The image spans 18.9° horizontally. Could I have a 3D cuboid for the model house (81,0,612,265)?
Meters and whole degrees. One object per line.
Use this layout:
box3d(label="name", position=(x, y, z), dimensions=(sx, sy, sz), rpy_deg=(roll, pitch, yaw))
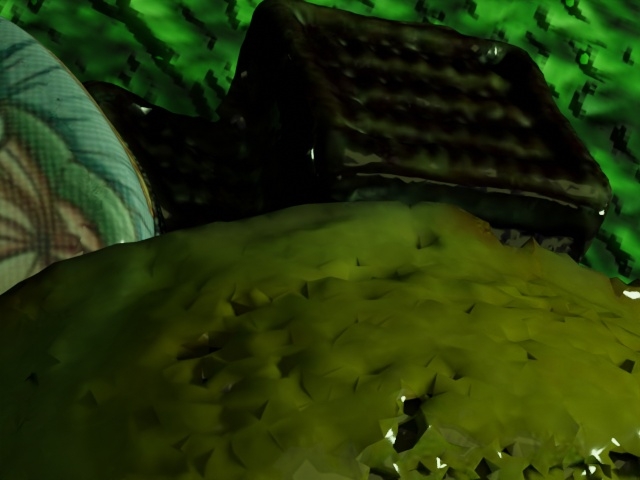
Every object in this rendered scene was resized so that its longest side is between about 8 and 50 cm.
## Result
box3d(label="model house", position=(-0.007, -0.001, 0.514), dimensions=(0.165, 0.106, 0.152), rpy_deg=(9, 69, -10))

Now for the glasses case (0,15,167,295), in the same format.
box3d(label="glasses case", position=(-0.178, 0.067, 0.448), dimensions=(0.321, 0.082, 0.122), rpy_deg=(-39, 64, -6))

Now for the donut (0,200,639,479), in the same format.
box3d(label="donut", position=(0.010, 0.126, 0.404), dimensions=(0.272, 0.107, 0.272), rpy_deg=(-5, 109, -16))
